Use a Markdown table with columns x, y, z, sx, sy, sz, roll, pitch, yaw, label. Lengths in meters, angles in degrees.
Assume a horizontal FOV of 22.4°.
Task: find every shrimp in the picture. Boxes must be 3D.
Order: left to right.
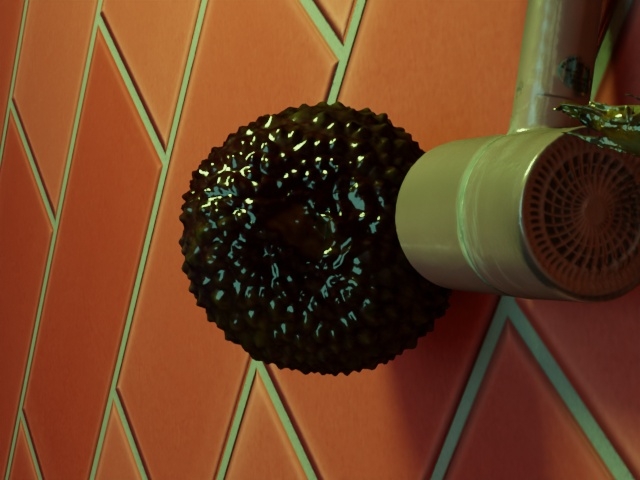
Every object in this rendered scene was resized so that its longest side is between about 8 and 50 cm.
| x | y | z | sx | sy | sz | roll | pitch | yaw | label |
| --- | --- | --- | --- | --- | --- | --- | --- | --- | --- |
| 0.231 | -0.098 | 1.066 | 0.162 | 0.045 | 0.095 | 11 | 103 | 31 | shrimp |

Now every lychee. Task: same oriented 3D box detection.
| x | y | z | sx | sy | sz | roll | pitch | yaw | label |
| --- | --- | --- | --- | --- | --- | --- | --- | --- | --- |
| 0.000 | 0.000 | 1.440 | 0.271 | 0.271 | 0.271 | 180 | 90 | -66 | lychee |

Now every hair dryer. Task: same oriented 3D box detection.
| x | y | z | sx | sy | sz | roll | pitch | yaw | label |
| --- | --- | --- | --- | --- | --- | --- | --- | --- | --- |
| 0.169 | -0.131 | 1.224 | 0.210 | 0.125 | 0.352 | -178 | 98 | -67 | hair dryer |
